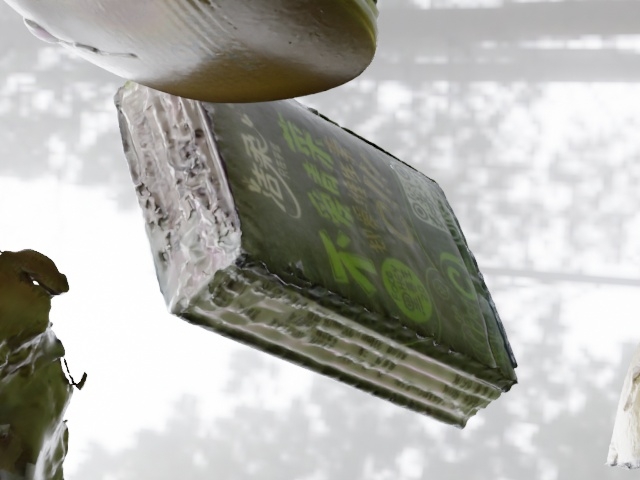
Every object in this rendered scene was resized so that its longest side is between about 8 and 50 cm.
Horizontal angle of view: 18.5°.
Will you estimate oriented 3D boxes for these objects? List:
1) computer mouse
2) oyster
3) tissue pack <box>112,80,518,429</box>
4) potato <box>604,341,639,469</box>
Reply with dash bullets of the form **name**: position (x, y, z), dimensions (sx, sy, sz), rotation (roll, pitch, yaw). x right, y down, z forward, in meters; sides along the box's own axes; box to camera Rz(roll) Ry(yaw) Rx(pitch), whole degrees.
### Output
- **computer mouse**: position (-0.082, -0.115, 0.964), dimensions (0.126, 0.245, 0.056), rotation (38, -111, -44)
- **oyster**: position (-0.165, 0.134, 0.839), dimensions (0.361, 0.096, 0.221), rotation (91, -159, -67)
- **tissue pack**: position (0.000, 0.000, 1.108), dimensions (0.235, 0.073, 0.173), rotation (25, -146, -42)
- **potato**: position (0.301, 0.106, 1.521), dimensions (0.202, 0.182, 0.117), rotation (-8, -94, -36)
